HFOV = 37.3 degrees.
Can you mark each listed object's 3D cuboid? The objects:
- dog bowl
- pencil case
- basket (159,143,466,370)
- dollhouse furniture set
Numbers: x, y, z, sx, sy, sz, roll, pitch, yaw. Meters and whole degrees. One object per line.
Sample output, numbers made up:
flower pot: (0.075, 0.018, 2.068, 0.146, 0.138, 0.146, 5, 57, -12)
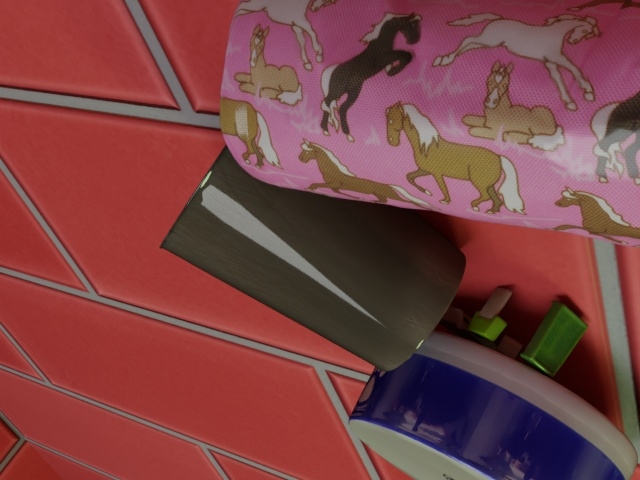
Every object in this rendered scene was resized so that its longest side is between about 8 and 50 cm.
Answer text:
dog bowl: (0.163, 0.198, 0.927, 0.264, 0.104, 0.265, 28, 163, 10)
pencil case: (0.127, -0.085, 0.560, 0.386, 0.167, 0.160, 12, 164, 32)
basket: (0.000, 0.000, 0.827, 0.226, 0.154, 0.204, 34, 148, -6)
dollhouse furniture set: (0.173, 0.078, 0.887, 0.076, 0.059, 0.151, 39, 169, -22)
